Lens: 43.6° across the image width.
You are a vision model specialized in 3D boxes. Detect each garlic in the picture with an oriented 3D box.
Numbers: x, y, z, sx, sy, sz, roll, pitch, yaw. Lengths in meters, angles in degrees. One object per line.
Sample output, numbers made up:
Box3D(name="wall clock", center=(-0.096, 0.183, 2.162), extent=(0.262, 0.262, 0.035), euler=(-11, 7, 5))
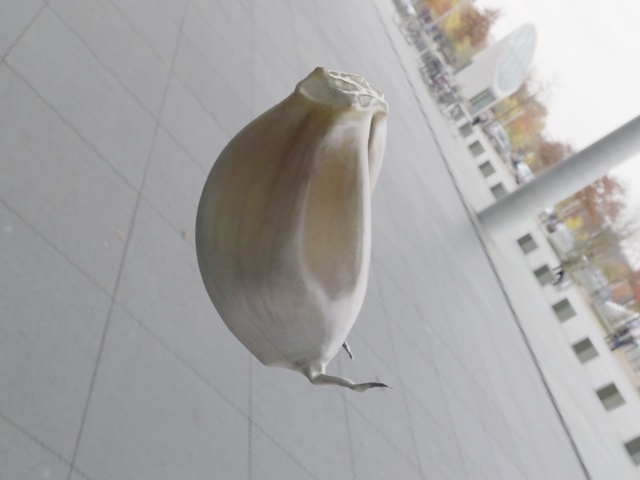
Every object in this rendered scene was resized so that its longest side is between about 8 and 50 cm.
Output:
Box3D(name="garlic", center=(0.000, 0.000, 0.924), extent=(0.231, 0.246, 0.339), euler=(6, 76, -58))
